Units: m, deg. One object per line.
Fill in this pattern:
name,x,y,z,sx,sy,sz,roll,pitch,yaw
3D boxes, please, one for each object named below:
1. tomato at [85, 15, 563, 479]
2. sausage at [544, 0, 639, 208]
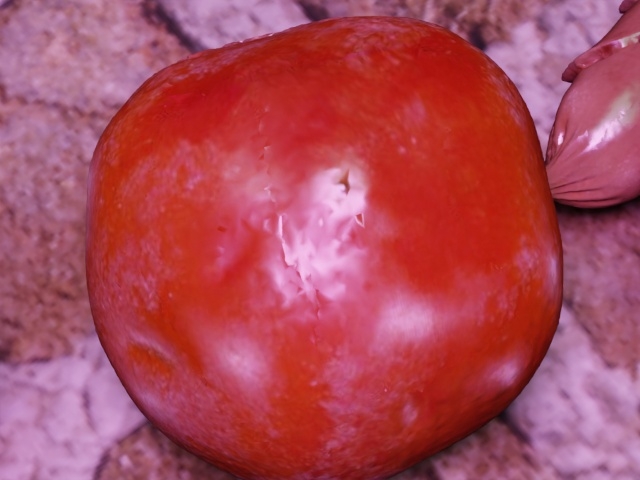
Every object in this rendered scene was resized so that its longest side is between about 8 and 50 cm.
tomato,0.001,0.004,0.762,0.232,0.188,0.232,-1,68,3
sausage,0.245,-0.169,0.890,0.088,0.088,0.433,35,71,15
